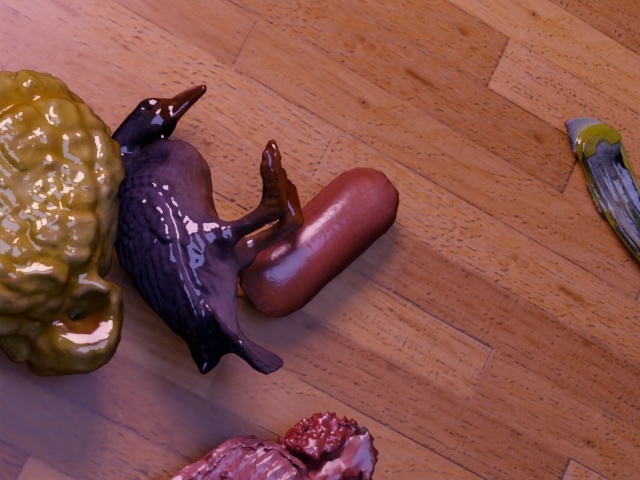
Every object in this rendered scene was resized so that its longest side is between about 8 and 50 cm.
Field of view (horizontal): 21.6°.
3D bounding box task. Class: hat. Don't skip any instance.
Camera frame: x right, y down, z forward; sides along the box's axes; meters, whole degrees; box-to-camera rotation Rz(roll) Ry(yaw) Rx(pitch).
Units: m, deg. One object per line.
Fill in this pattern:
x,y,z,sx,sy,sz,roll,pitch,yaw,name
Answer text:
-0.050,0.280,1.581,0.236,0.107,0.286,47,76,-16,hat

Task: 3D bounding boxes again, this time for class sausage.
0.000,0.000,1.662,0.194,0.077,0.077,-42,95,-19,sausage

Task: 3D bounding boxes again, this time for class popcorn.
-0.294,-0.017,1.515,0.225,0.174,0.286,-1,83,-27,popcorn

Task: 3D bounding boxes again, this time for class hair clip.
0.322,-0.051,1.791,0.060,0.033,0.188,-25,86,-22,hair clip

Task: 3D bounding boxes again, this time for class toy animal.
-0.110,-0.008,1.583,0.185,0.122,0.298,-13,75,9,toy animal
